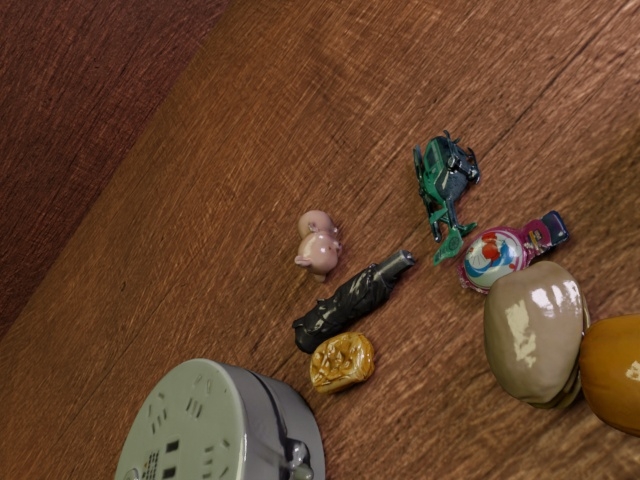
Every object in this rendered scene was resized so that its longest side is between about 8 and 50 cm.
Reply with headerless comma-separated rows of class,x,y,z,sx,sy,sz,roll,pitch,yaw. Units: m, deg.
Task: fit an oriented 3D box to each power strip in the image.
power strip,-0.155,0.352,0.747,0.357,0.161,0.358,-27,48,35

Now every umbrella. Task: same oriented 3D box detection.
umbrella,0.049,0.092,0.771,0.235,0.059,0.066,-38,66,23

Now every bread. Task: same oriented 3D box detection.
bread,0.031,0.180,0.745,0.110,0.044,0.083,-31,43,30

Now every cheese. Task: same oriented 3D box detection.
cheese,0.233,0.015,0.624,0.145,0.038,0.095,-35,44,31

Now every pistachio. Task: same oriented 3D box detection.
pistachio,0.227,0.098,0.527,0.113,0.113,0.149,-23,60,38

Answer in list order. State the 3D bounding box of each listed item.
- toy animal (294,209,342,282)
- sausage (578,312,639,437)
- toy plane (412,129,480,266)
toy animal,-0.005,0.003,0.873,0.089,0.083,0.150,-48,26,36
sausage,0.367,0.106,0.361,0.328,0.112,0.112,-8,61,45
toy plane,0.179,-0.077,0.731,0.096,0.060,0.235,-38,39,38
